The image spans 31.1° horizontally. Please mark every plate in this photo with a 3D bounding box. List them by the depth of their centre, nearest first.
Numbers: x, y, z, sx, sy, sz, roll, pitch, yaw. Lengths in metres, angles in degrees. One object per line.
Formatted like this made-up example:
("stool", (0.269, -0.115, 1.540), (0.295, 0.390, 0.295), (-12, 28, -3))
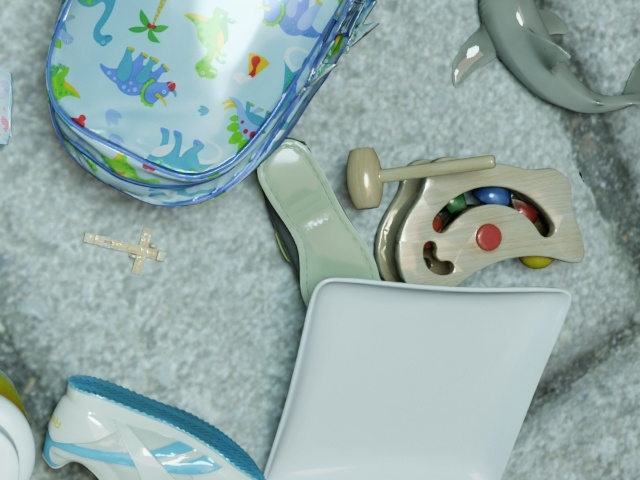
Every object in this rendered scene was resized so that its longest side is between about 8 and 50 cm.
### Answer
("plate", (0.092, 0.149, 1.188), (0.278, 0.045, 0.277), (3, 122, -19))

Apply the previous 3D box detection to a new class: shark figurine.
("shark figurine", (0.261, -0.190, 1.227), (0.278, 0.116, 0.166), (35, 85, -16))

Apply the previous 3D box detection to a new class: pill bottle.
("pill bottle", (-0.313, 0.176, 1.007), (0.117, 0.215, 0.117), (-2, 95, -19))

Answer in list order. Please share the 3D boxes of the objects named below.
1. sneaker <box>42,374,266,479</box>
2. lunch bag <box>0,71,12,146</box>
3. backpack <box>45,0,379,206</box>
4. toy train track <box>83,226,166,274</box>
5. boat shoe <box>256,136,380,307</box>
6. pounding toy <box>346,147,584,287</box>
("sneaker", (-0.160, 0.216, 1.138), (0.228, 0.087, 0.092), (26, 93, -12))
("lunch bag", (-0.327, -0.123, 1.063), (0.083, 0.053, 0.071), (0, 93, -9))
("backpack", (-0.106, -0.206, 1.035), (0.290, 0.273, 0.356), (29, 110, -12))
("toy train track", (-0.193, 0.007, 1.139), (0.083, 0.014, 0.048), (15, 90, -19))
("boat shoe", (0.000, 0.000, 1.175), (0.081, 0.069, 0.228), (-24, 102, -3))
("pounding toy", (0.152, -0.007, 1.181), (0.269, 0.155, 0.154), (5, 90, -17))
